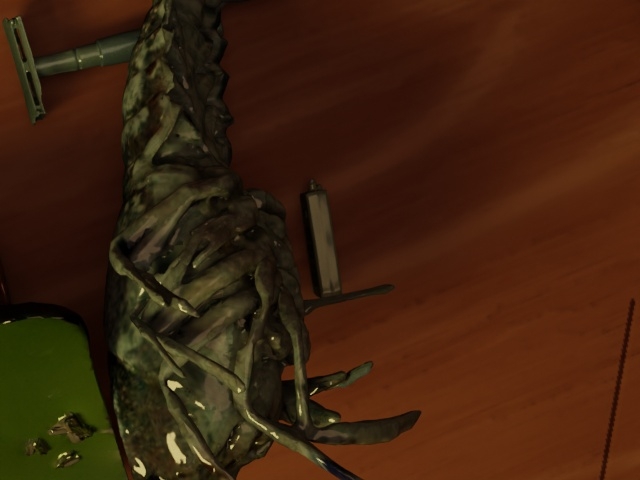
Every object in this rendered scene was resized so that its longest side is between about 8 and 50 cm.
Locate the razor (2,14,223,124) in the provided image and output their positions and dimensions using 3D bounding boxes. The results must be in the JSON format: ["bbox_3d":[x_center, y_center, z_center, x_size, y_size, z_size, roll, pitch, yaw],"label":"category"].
[{"bbox_3d":[-0.127,-0.123,0.771,0.135,0.040,0.068,-16,96,-14],"label":"razor"}]

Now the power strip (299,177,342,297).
[{"bbox_3d":[0.000,0.000,0.803,0.017,0.027,0.083,-10,93,-13],"label":"power strip"}]

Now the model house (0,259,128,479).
[{"bbox_3d":[-0.274,0.096,0.722,0.294,0.154,0.207,-12,131,-6],"label":"model house"}]

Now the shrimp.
[{"bbox_3d":[-0.054,0.003,0.703,0.166,0.221,0.410,-17,73,17],"label":"shrimp"}]
